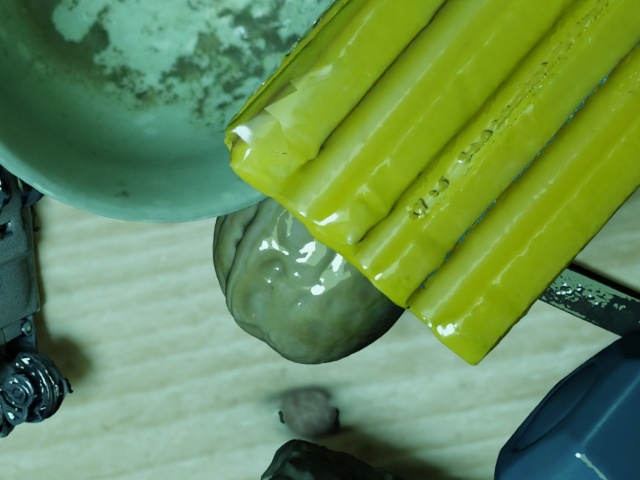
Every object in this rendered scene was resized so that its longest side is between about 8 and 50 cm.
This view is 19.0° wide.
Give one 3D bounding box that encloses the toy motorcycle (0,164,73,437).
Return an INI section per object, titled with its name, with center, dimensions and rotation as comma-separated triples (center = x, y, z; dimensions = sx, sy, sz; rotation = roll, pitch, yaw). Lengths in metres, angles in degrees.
[toy motorcycle]
center = -0.256, 0.013, 1.330
dimensions = 0.157, 0.091, 0.263
rotation = 3, 110, 24

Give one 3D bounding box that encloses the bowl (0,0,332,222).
[bowl]
center = -0.102, -0.168, 1.158
dimensions = 0.289, 0.146, 0.289
rotation = -3, 108, -11

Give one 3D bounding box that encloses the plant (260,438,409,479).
[plant]
center = 0.059, 0.291, 1.272
dimensions = 0.312, 0.213, 0.215
rotation = 33, 114, 4

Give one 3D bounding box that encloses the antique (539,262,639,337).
[antique]
center = 0.224, 0.059, 1.241
dimensions = 0.192, 0.015, 0.031
rotation = 24, 115, 6

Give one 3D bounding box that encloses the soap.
[soap]
center = 0.115, -0.114, 1.087
dimensions = 0.204, 0.096, 0.324
rotation = 41, 95, -18

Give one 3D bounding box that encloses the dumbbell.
[dumbbell]
center = 0.262, 0.213, 1.213
dimensions = 0.325, 0.160, 0.144
rotation = 44, 159, -4

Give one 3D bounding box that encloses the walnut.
[walnut]
center = 0.001, 0.000, 1.221
dimensions = 0.140, 0.140, 0.162
rotation = 24, 130, 6
